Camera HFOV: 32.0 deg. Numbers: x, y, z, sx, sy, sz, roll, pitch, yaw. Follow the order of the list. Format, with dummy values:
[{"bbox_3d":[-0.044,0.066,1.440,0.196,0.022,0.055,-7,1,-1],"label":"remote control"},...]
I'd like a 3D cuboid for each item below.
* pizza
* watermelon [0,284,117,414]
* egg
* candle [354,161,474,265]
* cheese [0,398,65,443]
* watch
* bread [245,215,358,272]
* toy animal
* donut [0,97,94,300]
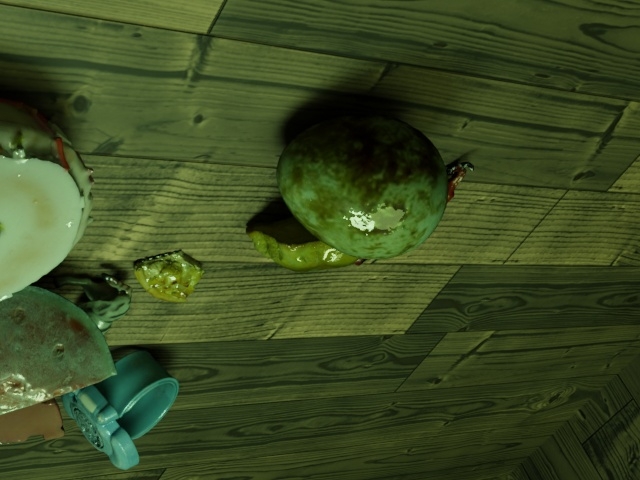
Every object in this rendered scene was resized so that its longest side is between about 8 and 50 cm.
[{"bbox_3d":[-0.265,0.067,1.987,0.099,0.036,0.160,-33,148,9],"label":"pizza"},{"bbox_3d":[-0.492,0.193,1.772,0.318,0.226,0.148,25,151,-34],"label":"watermelon"},{"bbox_3d":[0.068,-0.093,1.821,0.289,0.238,0.238,17,132,-15],"label":"egg"},{"bbox_3d":[0.173,-0.051,2.119,0.301,0.059,0.084,-42,154,22],"label":"candle"},{"bbox_3d":[-0.531,0.268,1.994,0.202,0.128,0.177,5,137,-38],"label":"cheese"},{"bbox_3d":[-0.369,0.303,2.139,0.193,0.211,0.211,-35,155,-32],"label":"watch"},{"bbox_3d":[0.000,0.000,1.977,0.233,0.160,0.088,-12,115,-26],"label":"bread"},{"bbox_3d":[-0.428,0.152,1.952,0.170,0.090,0.255,-9,146,-34],"label":"toy animal"},{"bbox_3d":[-0.504,-0.053,1.541,0.382,0.142,0.383,-20,148,-13],"label":"donut"}]
